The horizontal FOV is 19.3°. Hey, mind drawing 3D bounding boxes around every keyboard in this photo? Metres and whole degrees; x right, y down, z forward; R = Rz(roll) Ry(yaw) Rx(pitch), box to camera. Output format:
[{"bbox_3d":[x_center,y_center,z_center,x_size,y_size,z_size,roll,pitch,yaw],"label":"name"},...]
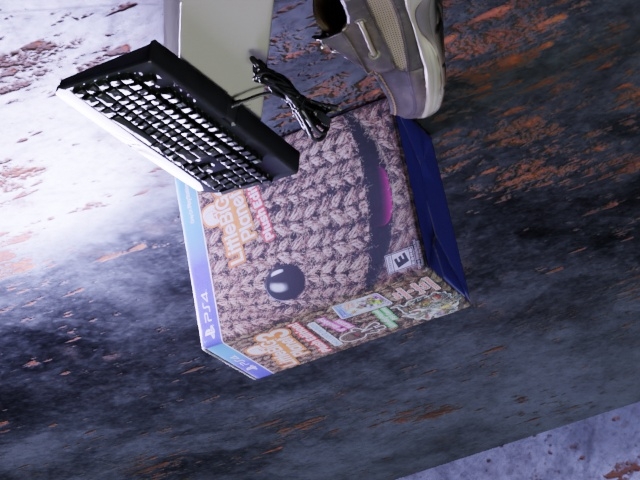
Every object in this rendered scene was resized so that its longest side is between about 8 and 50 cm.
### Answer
[{"bbox_3d":[-0.104,-0.123,1.893,0.202,0.033,0.317,-20,155,20],"label":"keyboard"}]

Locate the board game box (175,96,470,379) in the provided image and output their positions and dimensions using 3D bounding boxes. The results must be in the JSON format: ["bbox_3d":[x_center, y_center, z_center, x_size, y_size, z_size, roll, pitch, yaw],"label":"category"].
[{"bbox_3d":[0.000,0.000,2.230,0.291,0.232,0.141,-21,153,18],"label":"board game box"}]

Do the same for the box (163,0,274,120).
[{"bbox_3d":[-0.102,-0.221,1.850,0.094,0.113,0.275,-7,157,-9],"label":"box"}]

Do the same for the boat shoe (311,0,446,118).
[{"bbox_3d":[0.055,-0.244,1.878,0.130,0.132,0.355,-3,148,5],"label":"boat shoe"}]
